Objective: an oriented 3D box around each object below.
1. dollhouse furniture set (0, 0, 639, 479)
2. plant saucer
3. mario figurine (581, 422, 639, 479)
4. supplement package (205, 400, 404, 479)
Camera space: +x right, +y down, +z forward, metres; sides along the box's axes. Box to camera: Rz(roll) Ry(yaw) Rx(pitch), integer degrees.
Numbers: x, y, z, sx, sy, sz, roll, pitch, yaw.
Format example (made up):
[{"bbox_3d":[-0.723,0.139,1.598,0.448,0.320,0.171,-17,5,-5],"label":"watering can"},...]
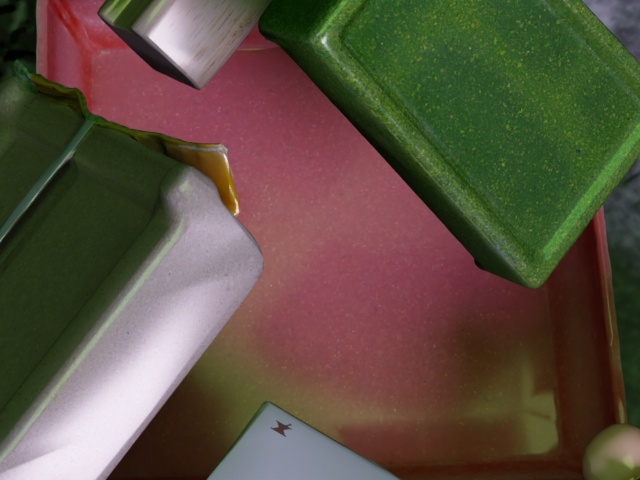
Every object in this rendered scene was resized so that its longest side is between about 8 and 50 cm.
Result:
[{"bbox_3d":[-0.042,-0.004,0.696,0.151,0.197,0.301,43,82,-34],"label":"dollhouse furniture set"},{"bbox_3d":[0.000,0.000,0.790,0.259,0.048,0.258,-2,71,-5],"label":"plant saucer"},{"bbox_3d":[0.097,0.158,0.645,0.320,0.198,0.170,-45,110,-14],"label":"mario figurine"},{"bbox_3d":[-0.026,0.172,0.646,0.105,0.179,0.105,30,31,8],"label":"supplement package"}]
